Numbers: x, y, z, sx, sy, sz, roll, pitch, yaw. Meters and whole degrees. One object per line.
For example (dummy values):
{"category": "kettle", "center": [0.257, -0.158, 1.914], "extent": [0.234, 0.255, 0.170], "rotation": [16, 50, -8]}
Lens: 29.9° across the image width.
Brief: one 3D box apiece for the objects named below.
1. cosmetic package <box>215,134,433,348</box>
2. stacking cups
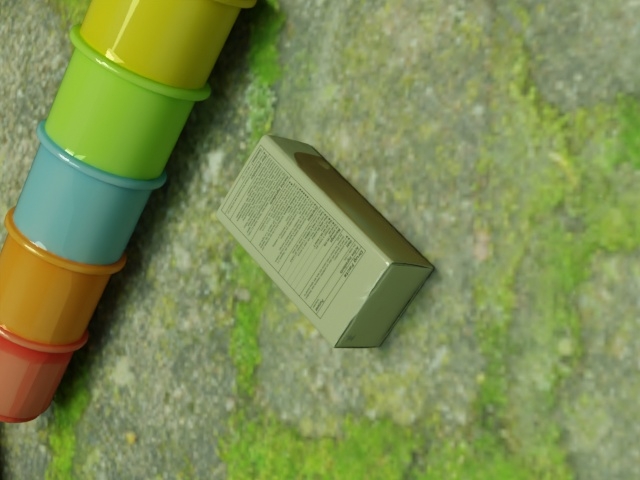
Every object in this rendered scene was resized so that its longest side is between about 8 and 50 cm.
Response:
{"category": "cosmetic package", "center": [0.000, 0.000, 0.646], "extent": [0.115, 0.041, 0.060], "rotation": [48, 115, 31]}
{"category": "stacking cups", "center": [-0.149, -0.033, 0.743], "extent": [0.096, 0.096, 0.316], "rotation": [44, 115, 33]}
